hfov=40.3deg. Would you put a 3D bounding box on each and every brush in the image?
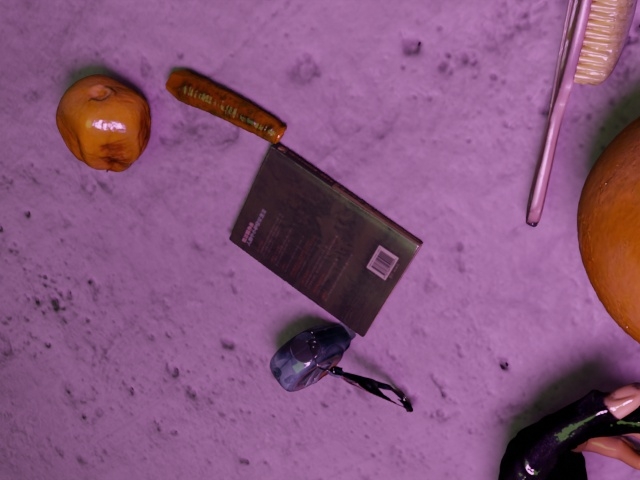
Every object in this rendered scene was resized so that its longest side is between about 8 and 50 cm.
[{"bbox_3d":[0.266,-0.151,0.896,0.067,0.072,0.313,11,116,9],"label":"brush"}]

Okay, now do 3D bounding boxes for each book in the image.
[{"bbox_3d":[0.000,0.000,1.118,0.228,0.024,0.160,35,121,11],"label":"book"}]

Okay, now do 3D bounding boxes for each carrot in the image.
[{"bbox_3d":[-0.119,-0.168,1.106,0.171,0.042,0.042,29,120,13],"label":"carrot"}]

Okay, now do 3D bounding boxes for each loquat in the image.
[{"bbox_3d":[-0.287,-0.152,1.161,0.137,0.113,0.137,16,138,15],"label":"loquat"},{"bbox_3d":[0.367,-0.012,0.785,0.263,0.263,0.263,10,114,24],"label":"loquat"}]

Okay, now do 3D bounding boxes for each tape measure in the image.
[{"bbox_3d":[0.024,0.192,1.134,0.180,0.104,0.107,45,120,6],"label":"tape measure"}]

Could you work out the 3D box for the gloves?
[{"bbox_3d":[0.281,0.267,0.974,0.152,0.197,0.301,34,123,0],"label":"gloves"}]
